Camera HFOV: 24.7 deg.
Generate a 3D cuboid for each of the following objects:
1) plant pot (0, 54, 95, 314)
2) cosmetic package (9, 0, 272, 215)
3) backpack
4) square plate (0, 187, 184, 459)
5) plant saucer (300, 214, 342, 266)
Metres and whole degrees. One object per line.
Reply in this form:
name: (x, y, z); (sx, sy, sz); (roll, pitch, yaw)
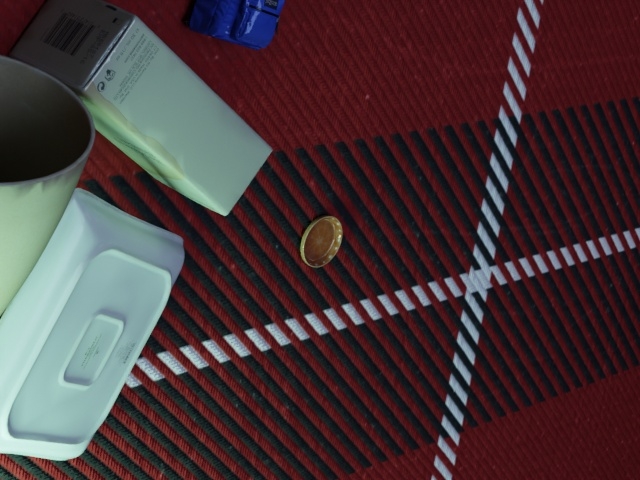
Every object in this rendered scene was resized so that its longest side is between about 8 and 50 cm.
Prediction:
plant pot: (-0.400, -0.029, 1.624); (0.256, 0.256, 0.274); (-18, 139, -41)
cosmetic package: (-0.214, -0.168, 1.794); (0.113, 0.160, 0.309); (-56, 139, -8)
backpack: (-0.097, -0.313, 1.891); (0.098, 0.101, 0.120); (9, 100, -56)
square plate: (-0.303, 0.127, 1.853); (0.347, 0.049, 0.344); (-62, 160, -1)
plant saucer: (0.000, 0.000, 2.227); (0.083, 0.013, 0.083); (-24, 126, -37)
